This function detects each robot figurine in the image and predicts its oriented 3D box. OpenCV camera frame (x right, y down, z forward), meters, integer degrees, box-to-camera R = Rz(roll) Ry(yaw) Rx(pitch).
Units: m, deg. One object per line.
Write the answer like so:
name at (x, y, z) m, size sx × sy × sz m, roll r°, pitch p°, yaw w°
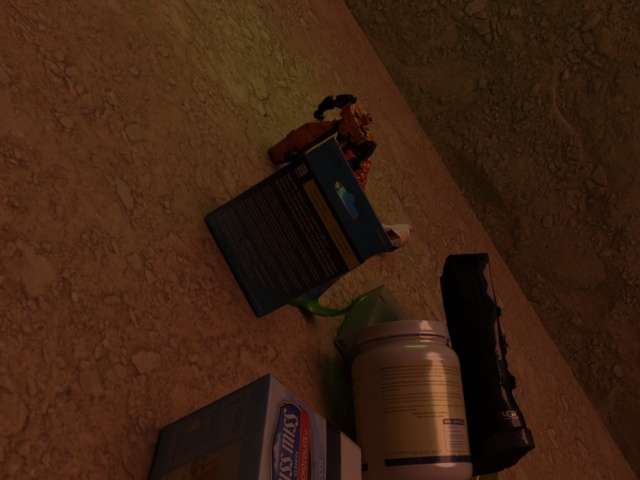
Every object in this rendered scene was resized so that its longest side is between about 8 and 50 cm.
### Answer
robot figurine at (0.013, -0.238, 1.835) m, size 0.085 × 0.291 × 0.211 m, roll 8°, pitch 57°, yaw -61°

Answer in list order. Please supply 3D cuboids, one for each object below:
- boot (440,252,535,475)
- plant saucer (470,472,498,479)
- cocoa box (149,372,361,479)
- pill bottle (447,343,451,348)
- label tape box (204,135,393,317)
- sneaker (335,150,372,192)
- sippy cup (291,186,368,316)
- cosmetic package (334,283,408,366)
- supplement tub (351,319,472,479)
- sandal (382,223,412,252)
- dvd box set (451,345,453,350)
boot at (0.341, 0.297, 1.679) m, size 0.146 × 0.367 × 0.445 m, roll -3°, pitch 61°, yaw -15°
plant saucer at (0.392, 0.613, 1.827) m, size 0.241 × 0.037 × 0.241 m, roll -3°, pitch 94°, yaw -52°
cocoa box at (-0.096, 0.406, 0.983) m, size 0.228 × 0.231 × 0.347 m, roll 46°, pitch 27°, yaw -28°
pill bottle at (0.273, 0.338, 1.898) m, size 0.146 × 0.146 × 0.264 m, roll 53°, pitch 26°, yaw -18°
label tape box at (-0.034, -0.027, 1.456) m, size 0.241 × 0.333 × 0.106 m, roll 61°, pitch 24°, yaw 1°
sneaker at (0.105, -0.201, 2.190) m, size 0.107 × 0.118 × 0.279 m, roll 26°, pitch 42°, yaw -52°
sippy cup at (0.000, 0.000, 1.632) m, size 0.305 × 0.224 × 0.240 m, roll 48°, pitch 27°, yaw -28°
cosmetic package at (0.130, 0.223, 1.794) m, size 0.127 × 0.107 × 0.238 m, roll 57°, pitch 23°, yaw -13°
supplement tub at (0.187, 0.349, 1.536) m, size 0.235 × 0.235 × 0.325 m, roll 25°, pitch 56°, yaw -53°
sandal at (0.194, 0.001, 2.186) m, size 0.265 × 0.102 × 0.076 m, roll 0°, pitch 65°, yaw -54°
dvd box set at (0.411, 0.379, 2.000) m, size 0.307 × 0.062 × 0.421 m, roll -44°, pitch 130°, yaw -69°
